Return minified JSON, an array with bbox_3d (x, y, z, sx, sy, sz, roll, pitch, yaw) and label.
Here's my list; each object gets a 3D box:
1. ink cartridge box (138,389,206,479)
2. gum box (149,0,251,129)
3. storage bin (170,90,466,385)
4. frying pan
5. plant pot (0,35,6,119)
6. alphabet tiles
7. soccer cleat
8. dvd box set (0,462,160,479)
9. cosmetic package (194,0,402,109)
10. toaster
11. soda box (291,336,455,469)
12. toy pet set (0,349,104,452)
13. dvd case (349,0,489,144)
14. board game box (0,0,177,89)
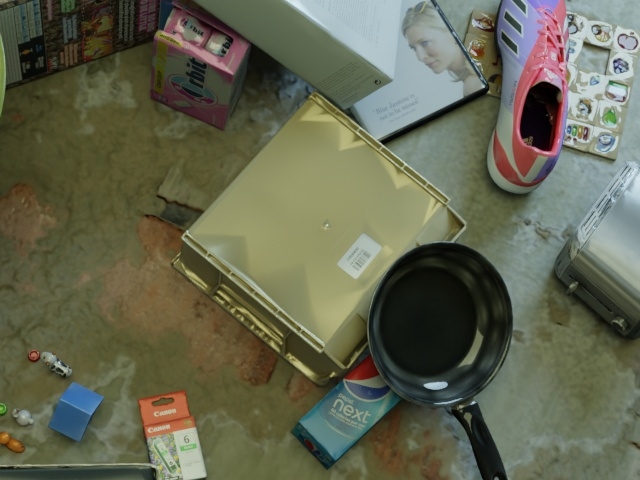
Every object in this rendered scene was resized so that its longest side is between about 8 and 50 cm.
[{"bbox_3d":[-0.179,0.237,1.856,0.062,0.029,0.115,-11,73,-11],"label":"ink cartridge box"},{"bbox_3d":[-0.150,-0.218,1.930,0.107,0.188,0.062,25,70,1],"label":"gum box"},{"bbox_3d":[0.000,0.000,1.912,0.260,0.123,0.262,39,71,6],"label":"storage bin"},{"bbox_3d":[0.178,0.146,1.857,0.197,0.053,0.326,-46,109,-17],"label":"frying pan"},{"bbox_3d":[-0.520,-0.123,1.756,0.366,0.353,0.367,1,75,-4],"label":"plant pot"},{"bbox_3d":[0.306,-0.228,2.090,0.237,0.009,0.198,16,70,-1],"label":"alphabet tiles"},{"bbox_3d":[0.285,-0.221,2.012,0.108,0.116,0.318,13,70,-12],"label":"soccer cleat"},{"bbox_3d":[-0.323,0.302,1.609,0.307,0.420,0.062,0,71,-8],"label":"dvd box set"},{"bbox_3d":[-0.022,-0.392,1.936,0.284,0.097,0.377,35,46,-32],"label":"cosmetic package"},{"bbox_3d":[0.403,0.001,1.962,0.146,0.129,0.227,36,72,8],"label":"toaster"},{"bbox_3d":[0.065,0.181,1.884,0.210,0.071,0.067,-42,82,-18],"label":"soda box"},{"bbox_3d":[-0.326,0.196,1.832,0.114,0.065,0.122,26,70,2],"label":"toy pet set"},{"bbox_3d":[0.087,-0.266,2.061,0.180,0.022,0.253,-27,75,-13],"label":"dvd case"},{"bbox_3d":[-0.332,-0.323,1.919,0.291,0.232,0.141,-21,75,-14],"label":"board game box"}]
